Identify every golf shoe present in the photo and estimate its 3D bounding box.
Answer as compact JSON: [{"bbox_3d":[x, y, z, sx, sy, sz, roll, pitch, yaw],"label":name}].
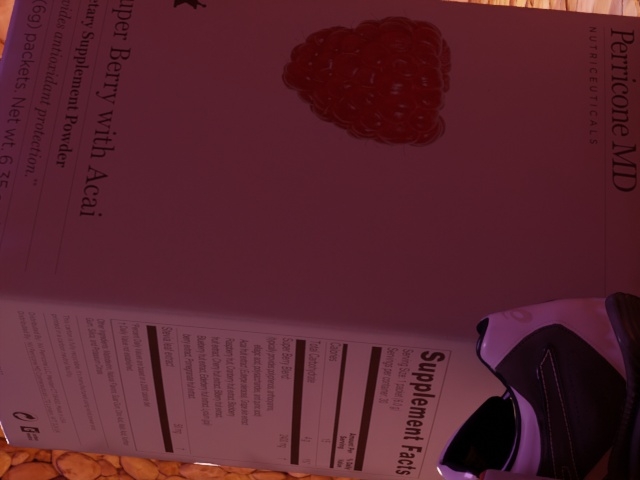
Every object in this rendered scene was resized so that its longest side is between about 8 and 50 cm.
[{"bbox_3d":[0.090,0.104,0.594,0.077,0.094,0.198,-83,-3,-65],"label":"golf shoe"}]

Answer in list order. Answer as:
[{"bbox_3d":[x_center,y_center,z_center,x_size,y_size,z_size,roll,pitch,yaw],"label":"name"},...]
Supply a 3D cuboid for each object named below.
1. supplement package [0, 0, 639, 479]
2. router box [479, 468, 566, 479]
[{"bbox_3d":[0.000,0.000,0.715,0.175,0.293,0.177,94,-179,-61],"label":"supplement package"},{"bbox_3d":[0.052,0.260,0.407,0.335,0.082,0.301,-42,-42,-75],"label":"router box"}]
